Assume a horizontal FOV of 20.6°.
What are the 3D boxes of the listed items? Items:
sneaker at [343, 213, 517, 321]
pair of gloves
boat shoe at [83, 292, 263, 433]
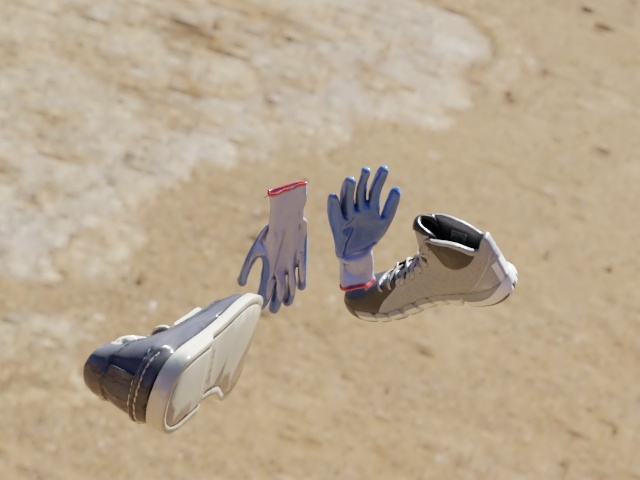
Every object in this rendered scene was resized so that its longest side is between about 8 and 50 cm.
[{"bbox_3d":[0.118,0.022,2.165,0.229,0.132,0.086,-10,40,24],"label":"sneaker"},{"bbox_3d":[0.000,0.000,1.883,0.198,0.159,0.023,-15,36,-30],"label":"pair of gloves"},{"bbox_3d":[-0.090,0.068,1.133,0.065,0.075,0.206,18,14,11],"label":"boat shoe"}]
